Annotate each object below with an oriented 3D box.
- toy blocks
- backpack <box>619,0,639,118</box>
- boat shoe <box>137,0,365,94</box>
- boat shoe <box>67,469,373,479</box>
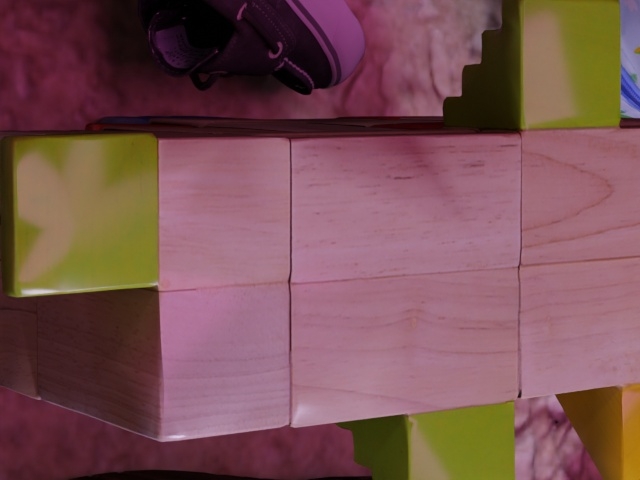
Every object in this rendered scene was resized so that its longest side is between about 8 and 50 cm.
[{"bbox_3d":[0.000,0.000,0.721,0.381,0.261,0.191,-4,96,-33],"label":"toy blocks"},{"bbox_3d":[0.253,-0.192,0.943,0.355,0.273,0.290,-12,106,-27],"label":"backpack"},{"bbox_3d":[-0.047,-0.105,0.746,0.076,0.080,0.228,-54,159,-5],"label":"boat shoe"},{"bbox_3d":[-0.015,0.164,0.786,0.341,0.121,0.110,6,86,-41],"label":"boat shoe"}]
